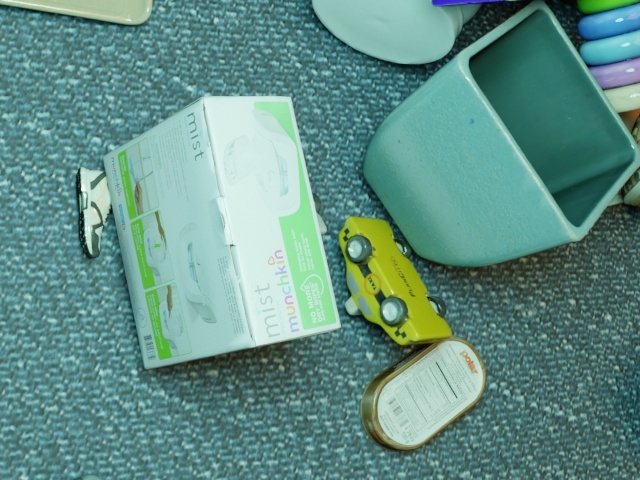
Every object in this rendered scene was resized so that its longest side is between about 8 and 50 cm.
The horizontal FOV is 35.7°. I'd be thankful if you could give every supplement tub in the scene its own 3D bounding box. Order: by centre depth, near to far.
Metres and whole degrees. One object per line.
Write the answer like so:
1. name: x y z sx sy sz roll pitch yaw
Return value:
1. supplement tub: 0.131 -0.416 1.305 0.228 0.228 0.316 27 71 -17

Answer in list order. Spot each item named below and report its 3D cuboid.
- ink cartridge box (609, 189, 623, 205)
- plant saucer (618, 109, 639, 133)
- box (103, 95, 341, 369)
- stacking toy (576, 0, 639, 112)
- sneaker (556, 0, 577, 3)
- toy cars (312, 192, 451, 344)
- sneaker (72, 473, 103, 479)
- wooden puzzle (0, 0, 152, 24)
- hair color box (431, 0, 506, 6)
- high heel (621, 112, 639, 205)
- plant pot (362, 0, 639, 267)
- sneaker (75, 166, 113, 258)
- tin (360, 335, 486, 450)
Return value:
1. ink cartridge box: 0.360 -0.082 1.420 0.143 0.090 0.092 -13 86 -25
2. plant saucer: 0.488 -0.208 1.529 0.200 0.037 0.200 5 78 -24
3. box: -0.119 -0.004 1.107 0.127 0.231 0.262 -7 82 -41
4. stacking toy: 0.405 -0.350 1.386 0.141 0.141 0.330 -21 101 -25
5. sneaker: 0.400 -0.402 1.479 0.330 0.122 0.146 1 78 -23
6. toy cars: 0.000 0.000 1.245 0.393 0.087 0.176 40 30 -11
7. sneaker: -0.181 0.350 1.115 0.262 0.104 0.125 53 48 -11
8. wooden puzzle: -0.323 -0.378 1.207 0.238 0.044 0.221 4 79 -18
9. hair color box: 0.254 -0.386 1.196 0.339 0.110 0.185 -21 111 -49
10. high heel: 0.457 -0.140 1.371 0.093 0.261 0.186 -5 80 20
11. plant pot: 0.203 -0.109 1.254 0.248 0.252 0.247 56 45 -5
12. sneaker: -0.262 -0.033 1.167 0.043 0.040 0.109 1 80 -26
13. tin: 0.138 0.200 1.302 0.189 0.040 0.106 -32 98 -25
